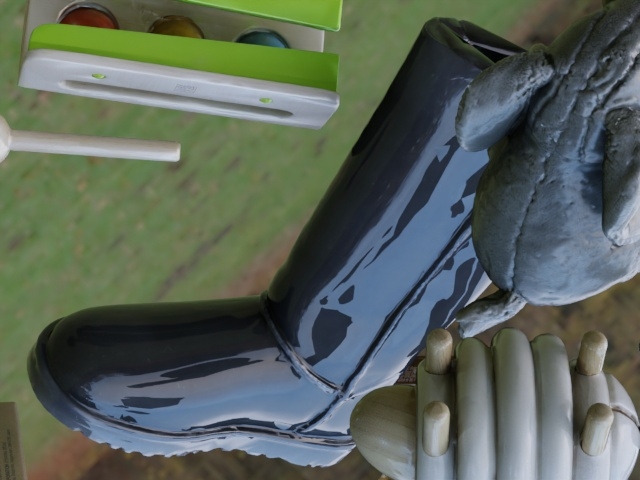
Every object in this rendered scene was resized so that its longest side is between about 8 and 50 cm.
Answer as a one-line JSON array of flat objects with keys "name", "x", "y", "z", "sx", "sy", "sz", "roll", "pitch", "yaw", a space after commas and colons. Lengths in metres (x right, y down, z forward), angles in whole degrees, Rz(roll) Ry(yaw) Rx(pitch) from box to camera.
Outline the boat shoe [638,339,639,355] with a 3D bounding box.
[{"name": "boat shoe", "x": 0.264, "y": 0.156, "z": 1.105, "sx": 0.076, "sy": 0.226, "sz": 0.083, "roll": -44, "pitch": 160, "yaw": 32}]

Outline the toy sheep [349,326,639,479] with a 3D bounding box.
[{"name": "toy sheep", "x": 0.077, "y": 0.074, "z": 0.663, "sx": 0.091, "sy": 0.132, "sz": 0.091, "roll": 4, "pitch": 90, "yaw": -86}]

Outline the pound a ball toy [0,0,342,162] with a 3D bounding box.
[{"name": "pound a ball toy", "x": -0.148, "y": -0.144, "z": 1.489, "sx": 0.136, "sy": 0.319, "sz": 0.208, "roll": 142, "pitch": -46, "yaw": -73}]

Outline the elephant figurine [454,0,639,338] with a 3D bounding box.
[{"name": "elephant figurine", "x": 0.165, "y": -0.076, "z": 1.080, "sx": 0.239, "sy": 0.169, "sz": 0.186, "roll": 84, "pitch": 3, "yaw": -59}]

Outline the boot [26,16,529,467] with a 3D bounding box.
[{"name": "boot", "x": 0.001, "y": 0.000, "z": 1.478, "sx": 0.367, "sy": 0.146, "sz": 0.445, "roll": 10, "pitch": 131, "yaw": -40}]

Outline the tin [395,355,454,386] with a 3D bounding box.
[{"name": "tin", "x": 0.117, "y": 0.156, "z": 1.730, "sx": 0.190, "sy": 0.106, "sz": 0.040, "roll": -3, "pitch": -121, "yaw": 38}]

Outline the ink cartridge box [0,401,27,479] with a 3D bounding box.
[{"name": "ink cartridge box", "x": -0.330, "y": 0.300, "z": 1.627, "sx": 0.193, "sy": 0.088, "sz": 0.234, "roll": -119, "pitch": -146, "yaw": -60}]
